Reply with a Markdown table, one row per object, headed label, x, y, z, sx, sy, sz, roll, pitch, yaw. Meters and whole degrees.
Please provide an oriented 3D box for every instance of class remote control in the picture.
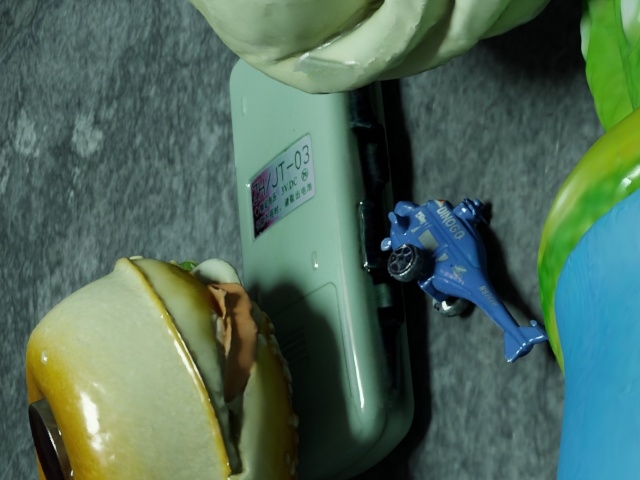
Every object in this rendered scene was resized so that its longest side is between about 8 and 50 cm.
| label | x | y | z | sx | sy | sz | roll | pitch | yaw |
| --- | --- | --- | --- | --- | --- | --- | --- | --- | --- |
| remote control | 0.000 | 0.000 | 1.140 | 0.140 | 0.056 | 0.296 | -37 | 53 | 54 |

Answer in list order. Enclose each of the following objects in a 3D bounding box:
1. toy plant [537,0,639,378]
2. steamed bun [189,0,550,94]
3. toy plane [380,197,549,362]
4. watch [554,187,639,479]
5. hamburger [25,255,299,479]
| label | x | y | z | sx | sy | sz | roll | pitch | yaw |
| --- | --- | --- | --- | --- | --- | --- | --- | --- | --- |
| toy plant | 0.173 | -0.073 | 0.768 | 0.224 | 0.184 | 0.316 | 106 | 165 | -50 |
| steamed bun | 0.026 | -0.199 | 0.991 | 0.268 | 0.207 | 0.280 | 7 | 66 | 22 |
| toy plane | 0.081 | 0.018 | 1.011 | 0.062 | 0.054 | 0.167 | -47 | 38 | 7 |
| watch | 0.219 | 0.080 | 0.494 | 0.305 | 0.274 | 0.241 | -15 | 57 | 31 |
| hamburger | -0.090 | 0.122 | 1.083 | 0.237 | 0.147 | 0.237 | 170 | 90 | -71 |
